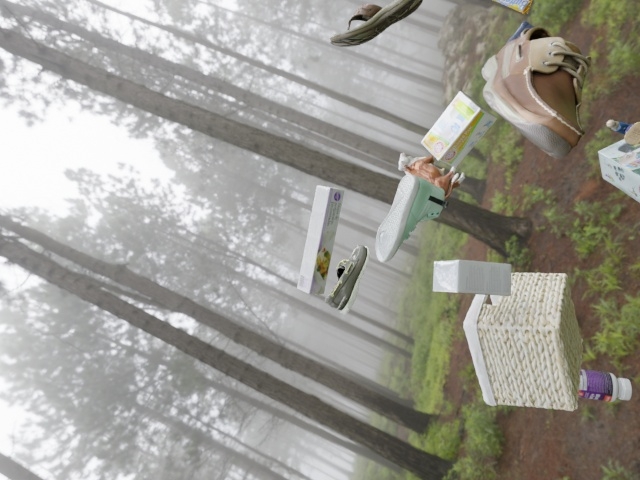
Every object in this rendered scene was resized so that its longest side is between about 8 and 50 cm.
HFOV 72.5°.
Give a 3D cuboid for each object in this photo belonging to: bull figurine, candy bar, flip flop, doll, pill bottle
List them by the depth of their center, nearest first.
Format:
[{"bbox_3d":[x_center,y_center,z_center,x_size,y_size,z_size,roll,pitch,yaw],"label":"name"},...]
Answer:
[{"bbox_3d":[0.622,-0.206,0.842,0.189,0.129,0.046,-20,-51,-54],"label":"doll"},{"bbox_3d":[0.503,-0.670,1.200,0.018,0.162,0.040,-42,-21,-47],"label":"candy bar"},{"bbox_3d":[0.149,-0.632,1.226,0.277,0.080,0.112,-24,4,21],"label":"flip flop"},{"bbox_3d":[1.069,0.558,1.677,0.108,0.194,0.108,3,-90,-72],"label":"pill bottle"},{"bbox_3d":[0.501,-0.317,1.988,0.188,0.310,0.101,-43,-26,7],"label":"bull figurine"}]

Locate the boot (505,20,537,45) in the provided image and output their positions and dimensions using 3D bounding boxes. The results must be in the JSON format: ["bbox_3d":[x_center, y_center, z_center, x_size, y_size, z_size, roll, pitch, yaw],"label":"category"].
[{"bbox_3d":[0.517,-0.477,1.158,0.069,0.086,0.190,-39,-15,-39],"label":"boot"}]

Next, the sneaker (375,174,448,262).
[{"bbox_3d":[0.257,-0.043,1.208,0.094,0.151,0.255,50,123,56],"label":"sneaker"}]

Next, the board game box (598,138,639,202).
[{"bbox_3d":[0.800,-0.152,0.930,0.224,0.097,0.303,-27,32,11],"label":"board game box"}]

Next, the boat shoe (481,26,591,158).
[{"bbox_3d":[0.312,-0.232,0.623,0.116,0.123,0.324,-49,18,37],"label":"boat shoe"}]

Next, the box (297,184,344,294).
[{"bbox_3d":[0.000,0.000,1.308,0.063,0.067,0.323,6,-83,-42],"label":"box"}]

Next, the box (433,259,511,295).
[{"bbox_3d":[0.427,0.107,1.237,0.130,0.171,0.090,164,110,-74],"label":"box"}]

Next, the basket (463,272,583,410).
[{"bbox_3d":[0.650,0.302,1.383,0.328,0.267,0.331,-42,-64,-48],"label":"basket"}]

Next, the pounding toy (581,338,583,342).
[{"bbox_3d":[0.981,0.428,1.789,0.141,0.100,0.130,-22,-34,-45],"label":"pounding toy"}]

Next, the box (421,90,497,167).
[{"bbox_3d":[0.446,-0.356,1.419,0.103,0.114,0.203,9,-50,-39],"label":"box"}]

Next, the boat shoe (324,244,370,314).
[{"bbox_3d":[0.101,0.121,1.573,0.109,0.091,0.305,-57,7,51],"label":"boat shoe"}]
